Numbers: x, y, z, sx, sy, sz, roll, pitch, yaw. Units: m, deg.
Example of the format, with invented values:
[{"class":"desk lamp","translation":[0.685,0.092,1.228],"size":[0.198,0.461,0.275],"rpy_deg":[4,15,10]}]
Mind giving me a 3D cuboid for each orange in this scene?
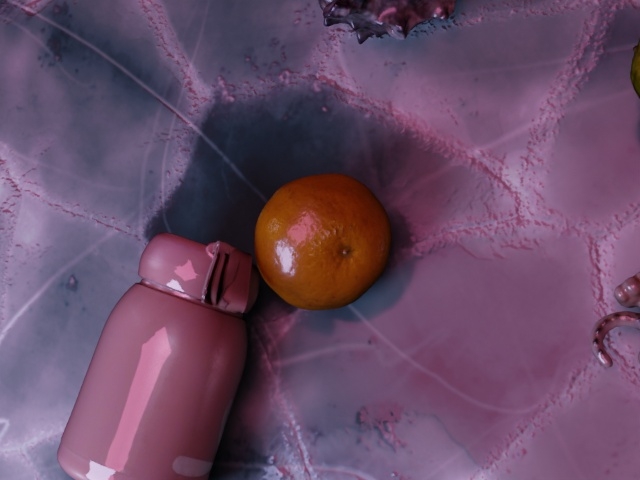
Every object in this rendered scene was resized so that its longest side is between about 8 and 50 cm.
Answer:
[{"class":"orange","translation":[0.000,0.000,1.096],"size":[0.159,0.159,0.136],"rpy_deg":[-61,28,1]}]

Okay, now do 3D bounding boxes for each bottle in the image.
[{"class":"bottle","translation":[-0.165,0.142,1.099],"size":[0.173,0.206,0.297],"rpy_deg":[22,85,-22]}]

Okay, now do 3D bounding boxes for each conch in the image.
[{"class":"conch","translation":[0.082,-0.369,1.120],"size":[0.240,0.186,0.313],"rpy_deg":[14,65,-5]}]

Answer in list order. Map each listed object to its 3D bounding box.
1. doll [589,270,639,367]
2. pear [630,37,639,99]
[{"class":"doll","translation":[0.395,0.138,0.942],"size":[0.154,0.119,0.278],"rpy_deg":[-43,65,4]},{"class":"pear","translation":[0.433,-0.154,0.931],"size":[0.269,0.212,0.212],"rpy_deg":[22,88,22]}]
